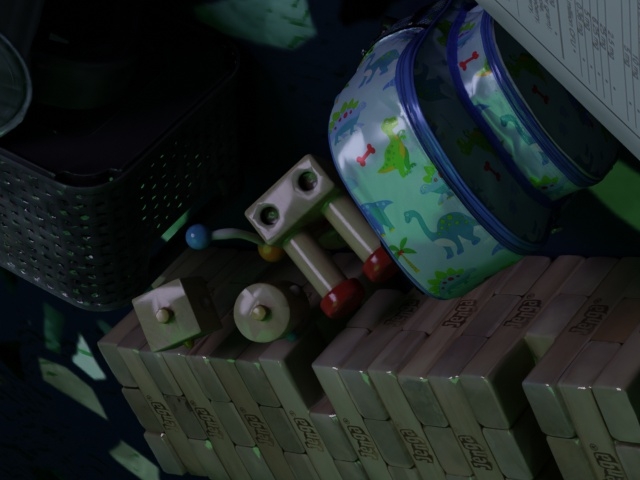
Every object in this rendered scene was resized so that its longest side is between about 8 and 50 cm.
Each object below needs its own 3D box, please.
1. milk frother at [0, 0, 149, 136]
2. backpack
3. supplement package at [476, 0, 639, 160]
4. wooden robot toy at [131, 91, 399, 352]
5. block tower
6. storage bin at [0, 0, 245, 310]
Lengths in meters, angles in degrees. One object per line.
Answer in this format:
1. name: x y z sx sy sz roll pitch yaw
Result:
1. milk frother: -0.136 -0.137 0.742 0.129 0.134 0.143 2 138 3
2. backpack: 0.060 -0.041 0.669 0.084 0.114 0.105 -30 102 33
3. supplement package: 0.165 -0.103 0.345 0.262 0.199 0.198 -126 20 -45
4. wooden robot toy: 0.000 0.000 0.798 0.173 0.079 0.076 -41 79 13
5. block tower: 0.036 0.066 0.819 0.335 0.097 0.091 2 127 44
6. storage bin: -0.137 -0.061 0.830 0.180 0.122 0.084 26 141 22
